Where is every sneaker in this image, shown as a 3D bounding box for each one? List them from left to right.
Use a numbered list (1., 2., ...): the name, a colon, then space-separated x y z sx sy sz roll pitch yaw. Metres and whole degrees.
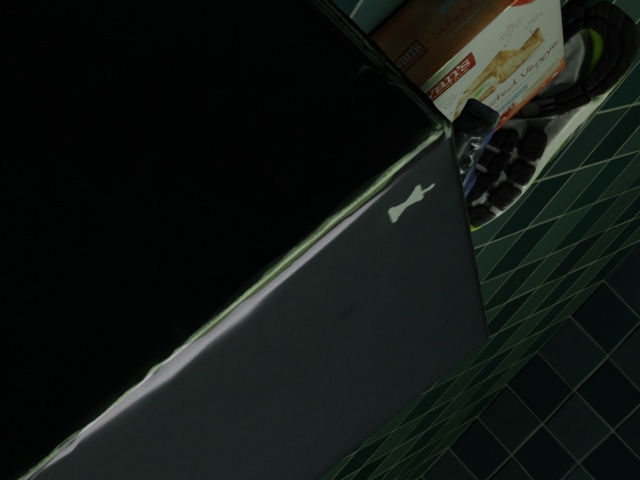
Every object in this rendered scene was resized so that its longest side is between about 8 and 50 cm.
1. sneaker: 0.214 -0.112 1.279 0.300 0.111 0.121 -43 166 8

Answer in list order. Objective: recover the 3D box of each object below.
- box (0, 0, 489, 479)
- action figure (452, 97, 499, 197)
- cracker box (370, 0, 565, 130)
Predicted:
1. box: -0.094 -0.040 0.510 0.183 0.294 0.296 -41 161 -3
2. action figure: 0.000 0.000 1.015 0.330 0.178 0.341 -27 150 -46
3. cracker box: 0.133 -0.158 1.063 0.156 0.067 0.232 -42 161 1
